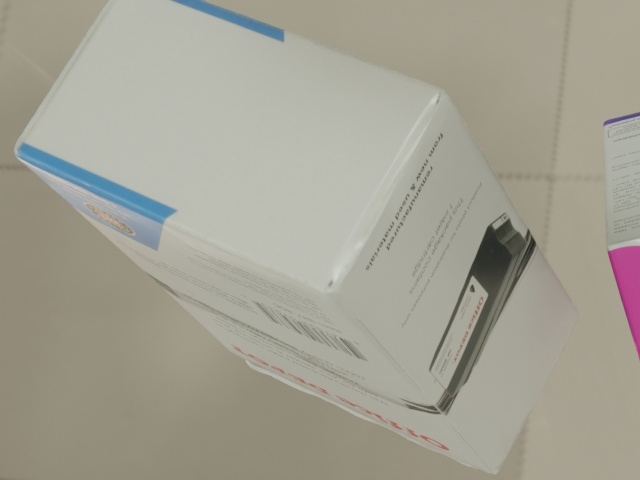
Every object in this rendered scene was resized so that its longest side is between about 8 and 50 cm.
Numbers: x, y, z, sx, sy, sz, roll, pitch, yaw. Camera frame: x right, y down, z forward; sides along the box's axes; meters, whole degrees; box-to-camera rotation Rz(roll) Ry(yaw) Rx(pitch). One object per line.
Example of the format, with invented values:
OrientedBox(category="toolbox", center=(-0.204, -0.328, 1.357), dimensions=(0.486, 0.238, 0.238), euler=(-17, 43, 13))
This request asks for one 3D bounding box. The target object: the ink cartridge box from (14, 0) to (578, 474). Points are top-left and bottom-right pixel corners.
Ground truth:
OrientedBox(category="ink cartridge box", center=(0.000, 0.000, 1.384), dimensions=(0.285, 0.395, 0.166), euler=(23, 76, 29))

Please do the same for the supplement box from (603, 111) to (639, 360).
OrientedBox(category="supplement box", center=(0.289, -0.015, 1.438), dimensions=(0.114, 0.111, 0.220), euler=(-14, 25, 14))
